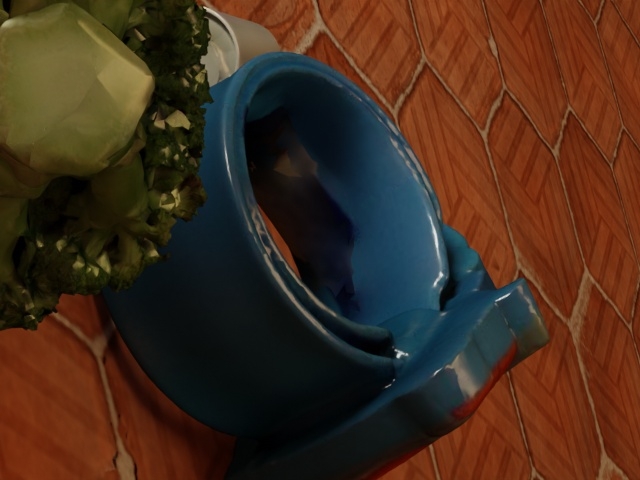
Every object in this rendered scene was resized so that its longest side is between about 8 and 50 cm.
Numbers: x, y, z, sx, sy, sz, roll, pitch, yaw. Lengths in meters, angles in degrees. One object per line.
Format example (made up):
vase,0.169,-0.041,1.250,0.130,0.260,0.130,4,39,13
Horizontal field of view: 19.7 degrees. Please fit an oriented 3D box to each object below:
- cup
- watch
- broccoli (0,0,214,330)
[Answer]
cup,-0.078,-0.118,1.354,0.116,0.074,0.104,-11,108,-72
watch,0.000,0.000,1.261,0.274,0.241,0.305,53,31,-13
broccoli,-0.165,-0.069,0.898,0.270,0.270,0.270,12,-52,65
